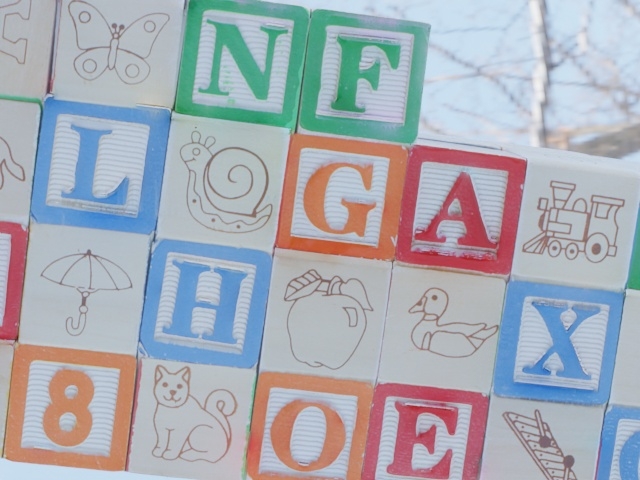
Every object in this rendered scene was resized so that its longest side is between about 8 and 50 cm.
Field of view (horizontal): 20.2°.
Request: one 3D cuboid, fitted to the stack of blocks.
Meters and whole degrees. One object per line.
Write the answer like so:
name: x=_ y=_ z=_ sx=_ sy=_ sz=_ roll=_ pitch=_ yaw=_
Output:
stack of blocks: x=0.000 y=0.000 z=0.666 sx=0.297 sy=0.087 sz=0.171 roll=7 pitch=-84 yaw=-7
